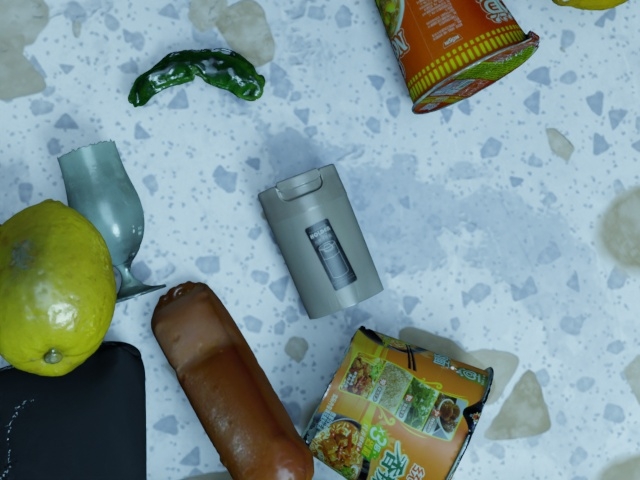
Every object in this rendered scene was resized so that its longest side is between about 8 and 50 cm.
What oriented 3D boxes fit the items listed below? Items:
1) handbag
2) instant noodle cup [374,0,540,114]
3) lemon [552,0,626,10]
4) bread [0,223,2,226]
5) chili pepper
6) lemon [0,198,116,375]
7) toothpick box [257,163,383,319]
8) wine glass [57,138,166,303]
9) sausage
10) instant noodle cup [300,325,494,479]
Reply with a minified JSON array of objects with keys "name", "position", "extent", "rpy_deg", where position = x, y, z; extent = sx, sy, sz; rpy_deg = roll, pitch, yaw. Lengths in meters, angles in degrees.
[{"name":"handbag","position":[-0.350,0.301,1.495],"extent":[0.288,0.152,0.342],"rpy_deg":[-4,66,-3]},{"name":"instant noodle cup","position":[0.158,-0.302,1.617],"extent":[0.193,0.193,0.212],"rpy_deg":[-25,83,-10]},{"name":"lemon","position":[0.379,-0.412,1.647],"extent":[0.188,0.188,0.256],"rpy_deg":[38,78,-5]},{"name":"bread","position":[-0.487,0.003,1.482],"extent":[0.245,0.102,0.094],"rpy_deg":[6,87,-43]},{"name":"chili pepper","position":[-0.163,-0.215,1.617],"extent":[0.182,0.050,0.073],"rpy_deg":[-5,94,-7]},{"name":"lemon","position":[-0.324,0.056,1.464],"extent":[0.170,0.170,0.207],"rpy_deg":[-2,64,-9]},{"name":"toothpick box","position":[0.000,0.000,1.600],"extent":[0.111,0.111,0.180],"rpy_deg":[-22,92,-10]},{"name":"wine glass","position":[-0.268,-0.023,1.567],"extent":[0.093,0.093,0.202],"rpy_deg":[-18,92,-10]},{"name":"sausage","position":[-0.110,0.188,1.518],"extent":[0.097,0.094,0.348],"rpy_deg":[-33,53,-1]},{"name":"instant noodle cup","position":[0.090,0.223,1.558],"extent":[0.182,0.230,0.230],"rpy_deg":[28,83,4]}]
